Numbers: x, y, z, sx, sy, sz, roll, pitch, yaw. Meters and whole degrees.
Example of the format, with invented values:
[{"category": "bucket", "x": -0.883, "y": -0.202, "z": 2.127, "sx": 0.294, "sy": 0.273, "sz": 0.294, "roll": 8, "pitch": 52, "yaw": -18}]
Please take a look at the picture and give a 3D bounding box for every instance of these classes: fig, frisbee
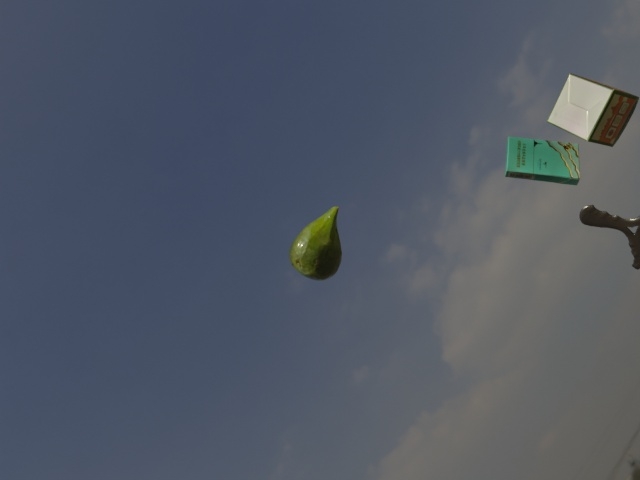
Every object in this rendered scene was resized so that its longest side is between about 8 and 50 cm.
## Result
[{"category": "fig", "x": 0.000, "y": 0.000, "z": 2.039, "sx": 0.206, "sy": 0.206, "sz": 0.275, "roll": 6, "pitch": -66, "yaw": -50}, {"category": "frisbee", "x": 0.720, "y": -0.013, "z": 1.274, "sx": 0.012, "sy": 0.211, "sz": 0.187, "roll": -42, "pitch": -69, "yaw": -46}]

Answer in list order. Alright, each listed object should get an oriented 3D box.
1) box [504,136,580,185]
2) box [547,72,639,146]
[{"category": "box", "x": 0.734, "y": -0.265, "z": 1.858, "sx": 0.041, "sy": 0.229, "sz": 0.162, "roll": 83, "pitch": -162, "yaw": -55}, {"category": "box", "x": 0.911, "y": -0.437, "z": 1.877, "sx": 0.148, "sy": 0.195, "sz": 0.177, "roll": 3, "pitch": -62, "yaw": -29}]
